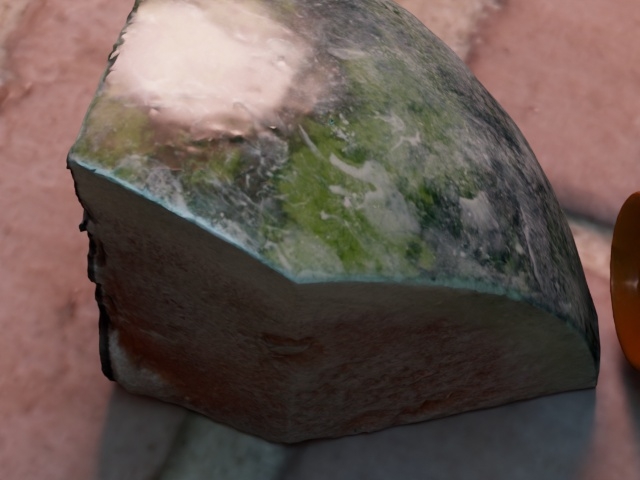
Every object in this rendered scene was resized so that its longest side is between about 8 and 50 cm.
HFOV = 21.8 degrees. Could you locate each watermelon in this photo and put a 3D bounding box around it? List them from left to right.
[{"bbox_3d":[0.000,0.000,0.771,0.289,0.214,0.320,33,16,-19],"label":"watermelon"}]

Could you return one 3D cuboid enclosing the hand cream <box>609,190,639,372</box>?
[{"bbox_3d":[0.297,0.023,0.782,0.314,0.089,0.140,-3,61,-13],"label":"hand cream"}]
